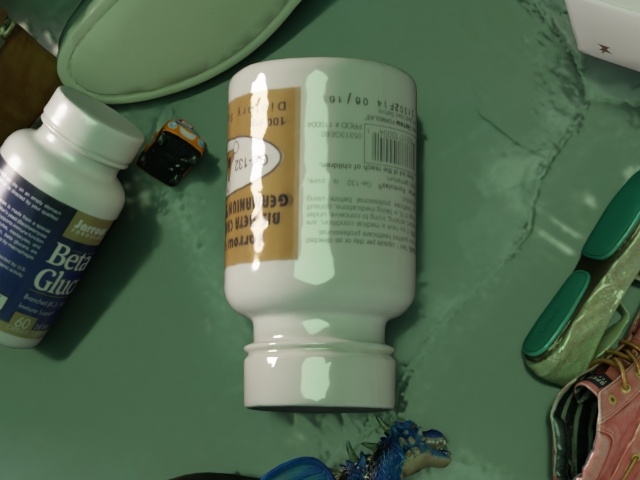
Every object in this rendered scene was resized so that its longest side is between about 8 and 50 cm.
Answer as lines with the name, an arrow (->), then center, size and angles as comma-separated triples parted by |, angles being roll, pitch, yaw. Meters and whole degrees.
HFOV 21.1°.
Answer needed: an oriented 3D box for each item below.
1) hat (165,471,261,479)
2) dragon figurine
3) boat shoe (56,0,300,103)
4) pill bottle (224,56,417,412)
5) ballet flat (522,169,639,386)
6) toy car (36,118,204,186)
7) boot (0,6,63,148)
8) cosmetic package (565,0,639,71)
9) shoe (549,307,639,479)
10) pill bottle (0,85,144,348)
hat -> -0.052, 0.312, 1.092 | 0.331, 0.331, 0.134 | 32, 126, 9
dragon figurine -> -0.011, 0.197, 1.076 | 0.144, 0.289, 0.085 | 48, 131, 30
boat shoe -> -0.062, -0.219, 1.223 | 0.319, 0.116, 0.099 | -38, 44, 12
pill bottle -> 0.000, 0.000, 1.163 | 0.131, 0.131, 0.229 | 0, 82, 6
ballet flat -> 0.201, 0.027, 1.188 | 0.052, 0.057, 0.168 | 35, 90, -20
toy car -> -0.139, -0.083, 1.229 | 0.122, 0.060, 0.040 | 22, 53, 2
boot -> -0.319, -0.066, 1.149 | 0.096, 0.264, 0.280 | 31, 87, 46
cosmetic package -> 0.389, -0.201, 1.109 | 0.377, 0.097, 0.284 | 22, 78, 23
shoe -> 0.210, 0.091, 1.146 | 0.081, 0.063, 0.178 | 17, 88, -33
pill bottle -> -0.194, -0.018, 1.185 | 0.094, 0.094, 0.169 | 34, 101, 9
